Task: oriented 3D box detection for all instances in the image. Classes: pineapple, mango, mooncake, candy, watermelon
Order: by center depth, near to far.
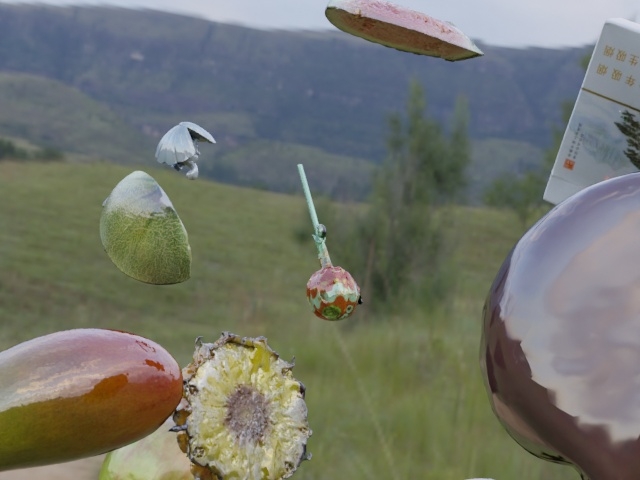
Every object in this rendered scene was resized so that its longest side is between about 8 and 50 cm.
[{"bbox_3d":[0.319,0.090,1.116,0.334,0.326,0.174,45,-7,10],"label":"mooncake"},{"bbox_3d":[-0.261,0.156,1.231,0.146,0.129,0.289,-15,-1,41],"label":"mango"},{"bbox_3d":[-0.097,0.206,1.497,0.221,0.221,0.047,14,-21,-42],"label":"pineapple"},{"bbox_3d":[0.108,-0.300,1.787,0.245,0.063,0.119,15,7,-22],"label":"watermelon"},{"bbox_3d":[0.002,0.000,2.132,0.084,0.287,0.078,3,-28,-33],"label":"candy"}]

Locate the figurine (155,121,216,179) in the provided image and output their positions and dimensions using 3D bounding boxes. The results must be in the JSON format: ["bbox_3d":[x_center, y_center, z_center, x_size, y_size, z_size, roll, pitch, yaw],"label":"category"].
[{"bbox_3d":[-0.227,-0.149,2.115,0.094,0.086,0.082,13,-19,37],"label":"figurine"}]

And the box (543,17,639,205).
[{"bbox_3d":[0.372,-0.128,1.515,0.150,0.233,0.067,27,22,27],"label":"box"}]

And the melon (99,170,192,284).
[{"bbox_3d":[-0.231,-0.020,1.637,0.079,0.160,0.128,-24,-19,-28],"label":"melon"}]

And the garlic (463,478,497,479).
[{"bbox_3d":[0.243,0.434,2.026,0.267,0.128,0.148,22,1,15],"label":"garlic"}]

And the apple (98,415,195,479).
[{"bbox_3d":[-0.271,0.435,2.257,0.246,0.226,0.246,33,-13,9],"label":"apple"}]
